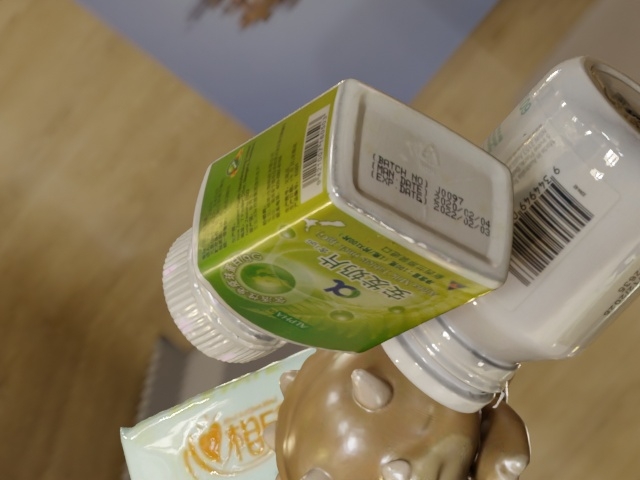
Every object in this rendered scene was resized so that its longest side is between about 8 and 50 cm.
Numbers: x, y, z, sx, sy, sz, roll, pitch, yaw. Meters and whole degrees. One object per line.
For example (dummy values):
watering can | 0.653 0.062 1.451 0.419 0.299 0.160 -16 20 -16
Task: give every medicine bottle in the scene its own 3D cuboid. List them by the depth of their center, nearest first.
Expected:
medicine bottle | 0.000 0.000 1.110 0.132 0.188 0.088 26 -126 -31
medicine bottle | 0.134 0.003 1.221 0.135 0.215 0.135 35 -158 -17

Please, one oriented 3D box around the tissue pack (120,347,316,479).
tissue pack | 0.015 0.296 1.686 0.162 0.287 0.388 42 -153 -61

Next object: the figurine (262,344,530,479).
figurine | 0.048 0.136 1.461 0.173 0.177 0.247 30 -153 -8
